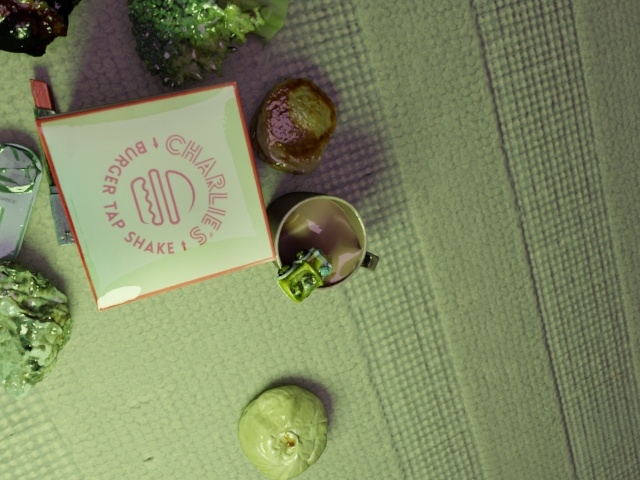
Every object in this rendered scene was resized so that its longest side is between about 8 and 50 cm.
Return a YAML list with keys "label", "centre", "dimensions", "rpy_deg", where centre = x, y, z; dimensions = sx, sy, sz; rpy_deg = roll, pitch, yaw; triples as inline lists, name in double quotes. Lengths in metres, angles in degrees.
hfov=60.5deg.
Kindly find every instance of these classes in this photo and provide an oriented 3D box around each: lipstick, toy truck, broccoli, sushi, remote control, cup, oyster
- label: "lipstick"
  centre: [-0.502, -0.147, 1.050]
  dimensions: [0.051, 0.051, 0.313]
  rpy_deg: [-9, 101, -16]
- label: "toy truck"
  centre: [-0.022, 0.065, 1.026]
  dimensions: [0.111, 0.077, 0.076]
  rpy_deg: [-40, 110, -8]
- label: "broccoli"
  centre: [-0.193, -0.474, 0.992]
  dimensions: [0.317, 0.277, 0.339]
  rpy_deg: [-27, 117, -34]
- label: "sushi"
  centre: [-0.521, -0.405, 0.942]
  dimensions: [0.172, 0.153, 0.151]
  rpy_deg: [26, 69, -41]
- label: "remote control"
  centre: [-0.597, -0.062, 1.029]
  dimensions: [0.104, 0.052, 0.248]
  rpy_deg: [18, 93, -23]
- label: "cup"
  centre: [0.000, 0.000, 1.171]
  dimensions: [0.252, 0.200, 0.192]
  rpy_deg: [20, 93, -21]
- label: "oyster"
  centre: [-0.574, 0.168, 1.043]
  dimensions: [0.198, 0.112, 0.268]
  rpy_deg: [-27, 119, -6]

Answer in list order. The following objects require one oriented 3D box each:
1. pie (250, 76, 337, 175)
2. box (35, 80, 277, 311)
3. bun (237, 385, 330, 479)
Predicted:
- label: "pie"
  centre: [-0.051, -0.243, 1.172]
  dimensions: [0.178, 0.084, 0.205]
  rpy_deg: [25, 88, -22]
- label: "box"
  centre: [-0.287, -0.095, 0.999]
  dimensions: [0.312, 0.300, 0.315]
  rpy_deg: [-16, 105, -16]
- label: "bun"
  centre: [-0.077, 0.442, 1.258]
  dimensions: [0.220, 0.134, 0.221]
  rpy_deg: [-2, 98, -15]
